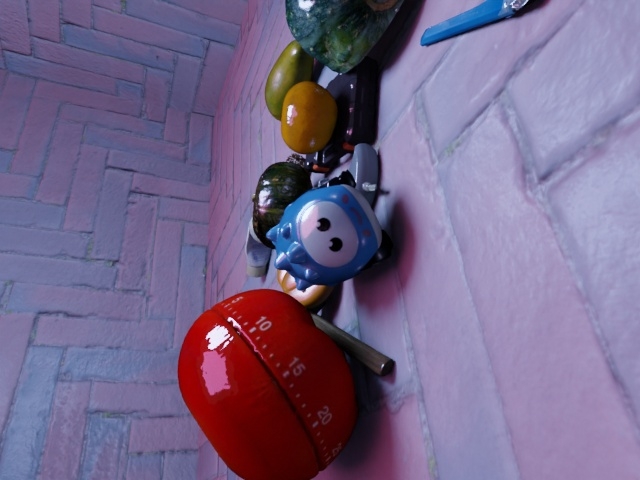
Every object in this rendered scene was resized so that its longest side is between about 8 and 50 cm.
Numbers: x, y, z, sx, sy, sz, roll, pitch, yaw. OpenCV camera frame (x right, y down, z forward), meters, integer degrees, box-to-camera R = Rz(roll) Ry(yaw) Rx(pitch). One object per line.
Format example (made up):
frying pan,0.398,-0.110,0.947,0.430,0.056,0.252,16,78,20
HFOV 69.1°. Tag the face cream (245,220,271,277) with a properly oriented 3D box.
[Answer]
face cream,-0.208,0.016,1.584,0.070,0.114,0.224,36,128,37

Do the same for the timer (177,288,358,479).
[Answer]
timer,-0.110,0.287,0.915,0.378,0.279,0.378,42,152,28

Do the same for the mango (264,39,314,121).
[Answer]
mango,-0.090,-0.490,1.417,0.129,0.146,0.289,44,136,10

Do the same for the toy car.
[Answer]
toy car,0.000,0.000,0.888,0.189,0.190,0.255,60,151,-2

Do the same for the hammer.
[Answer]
hammer,0.036,0.197,0.968,0.111,0.043,0.365,-47,26,-13

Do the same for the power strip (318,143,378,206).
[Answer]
power strip,0.061,-0.103,1.023,0.253,0.054,0.168,152,121,-64

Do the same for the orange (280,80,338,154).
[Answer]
orange,-0.025,-0.269,1.025,0.156,0.123,0.156,-177,90,-85

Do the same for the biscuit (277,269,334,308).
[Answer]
biscuit,-0.031,0.069,1.083,0.170,0.050,0.171,-16,59,29

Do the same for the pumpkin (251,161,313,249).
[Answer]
pumpkin,-0.101,-0.088,1.208,0.238,0.159,0.238,9,-90,-80

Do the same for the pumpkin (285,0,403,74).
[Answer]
pumpkin,0.042,-0.523,0.952,0.293,0.196,0.263,-55,23,16

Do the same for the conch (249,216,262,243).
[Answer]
conch,-0.149,-0.050,1.454,0.153,0.102,0.135,16,93,26

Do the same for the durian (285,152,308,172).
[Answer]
durian,-0.069,-0.213,1.346,0.091,0.080,0.080,96,172,-64

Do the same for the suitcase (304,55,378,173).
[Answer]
suitcase,0.042,-0.290,1.118,0.285,0.066,0.207,163,113,-66

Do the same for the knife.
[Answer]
knife,0.236,-0.346,0.720,0.296,0.026,0.044,-146,69,-69
